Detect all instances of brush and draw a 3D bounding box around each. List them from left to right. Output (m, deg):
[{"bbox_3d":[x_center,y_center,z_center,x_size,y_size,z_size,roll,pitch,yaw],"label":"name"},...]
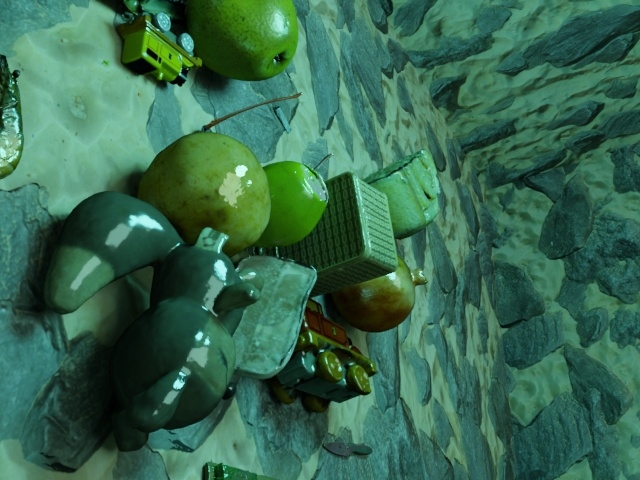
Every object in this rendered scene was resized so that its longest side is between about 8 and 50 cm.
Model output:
[{"bbox_3d":[-0.132,0.493,1.329,0.282,0.048,0.054,41,43,-49],"label":"brush"}]

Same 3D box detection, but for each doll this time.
[{"bbox_3d":[-0.297,0.143,1.097,0.379,0.252,0.382,27,46,-5],"label":"doll"}]

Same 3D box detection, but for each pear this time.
[{"bbox_3d":[-0.184,-0.521,1.607,0.294,0.294,0.294,41,40,-47],"label":"pear"},{"bbox_3d":[-0.100,-0.077,1.465,0.187,0.220,0.187,48,25,-31],"label":"pear"}]

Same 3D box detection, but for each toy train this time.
[{"bbox_3d":[-0.348,-0.405,1.424,0.219,0.089,0.127,32,57,-53],"label":"toy train"},{"bbox_3d":[-0.016,0.267,1.573,0.369,0.163,0.231,35,36,-51],"label":"toy train"}]

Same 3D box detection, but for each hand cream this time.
[{"bbox_3d":[-0.111,-0.356,1.933,0.030,0.019,0.093,-78,148,-48],"label":"hand cream"}]

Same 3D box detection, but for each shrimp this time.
[{"bbox_3d":[-0.520,-0.198,1.002,0.150,0.051,0.217,17,63,-51],"label":"shrimp"}]

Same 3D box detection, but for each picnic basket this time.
[{"bbox_3d":[0.000,0.000,1.590,0.175,0.313,0.228,23,54,-53],"label":"picnic basket"}]

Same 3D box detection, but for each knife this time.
[{"bbox_3d":[0.073,0.547,1.726,0.247,0.018,0.035,27,54,-52],"label":"knife"}]

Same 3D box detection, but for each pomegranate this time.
[{"bbox_3d":[-0.221,-0.082,1.295,0.260,0.260,0.260,41,40,-47],"label":"pomegranate"},{"bbox_3d":[0.170,0.134,1.884,0.229,0.271,0.252,-89,156,-49],"label":"pomegranate"}]

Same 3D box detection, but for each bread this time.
[{"bbox_3d":[0.269,-0.131,2.275,0.395,0.239,0.264,-41,111,-59],"label":"bread"}]

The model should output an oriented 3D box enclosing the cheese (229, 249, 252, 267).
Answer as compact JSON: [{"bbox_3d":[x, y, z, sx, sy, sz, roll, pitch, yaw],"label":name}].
[{"bbox_3d":[-0.204,0.018,1.487,0.194,0.043,0.065,55,37,-34],"label":"cheese"}]

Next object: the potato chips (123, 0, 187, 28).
[{"bbox_3d":[-0.429,-0.639,1.437,0.358,0.070,0.429,67,25,-5],"label":"potato chips"}]

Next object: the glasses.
[{"bbox_3d":[-0.127,-0.209,1.535,0.234,0.268,0.118,62,11,-20],"label":"glasses"}]

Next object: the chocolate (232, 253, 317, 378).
[{"bbox_3d":[-0.128,0.166,1.402,0.100,0.185,0.303,101,7,-46],"label":"chocolate"}]
